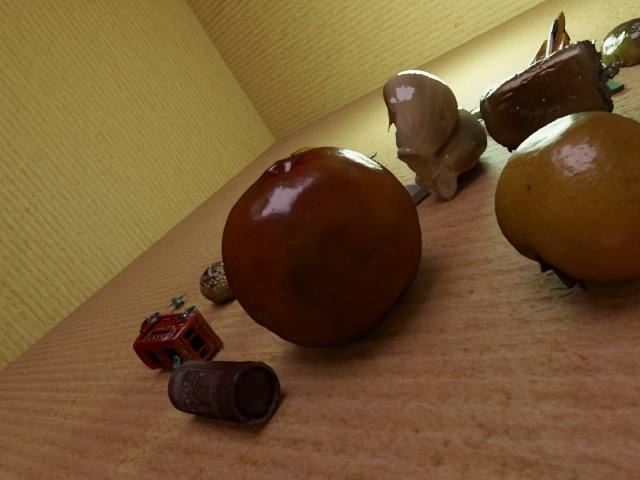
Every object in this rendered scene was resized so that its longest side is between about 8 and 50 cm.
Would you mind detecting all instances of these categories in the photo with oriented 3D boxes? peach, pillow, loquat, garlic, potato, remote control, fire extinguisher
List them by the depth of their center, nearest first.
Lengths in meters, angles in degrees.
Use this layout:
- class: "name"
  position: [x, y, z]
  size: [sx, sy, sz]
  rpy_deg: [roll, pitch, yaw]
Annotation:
- class: "loquat"
  position: [0.319, -0.046, 0.559]
  size: [0.208, 0.208, 0.208]
  rpy_deg: [-29, 19, 11]
- class: "peach"
  position: [0.000, 0.000, 0.793]
  size: [0.343, 0.301, 0.342]
  rpy_deg: [-31, 19, 12]
- class: "fire extinguisher"
  position: [-0.187, 0.248, 0.798]
  size: [0.269, 0.104, 0.105]
  rpy_deg: [-14, 27, 46]
- class: "garlic"
  position: [0.254, -0.254, 1.105]
  size: [0.313, 0.286, 0.249]
  rpy_deg: [-76, 11, -60]
- class: "remote control"
  position: [0.170, -0.072, 1.113]
  size: [0.190, 0.029, 0.087]
  rpy_deg: [-39, 20, -17]
- class: "potato"
  position: [0.758, -0.491, 1.122]
  size: [0.164, 0.081, 0.200]
  rpy_deg: [-28, 17, 18]
- class: "pillow"
  position: [0.448, -0.356, 1.308]
  size: [0.130, 0.033, 0.217]
  rpy_deg: [-51, 12, -21]

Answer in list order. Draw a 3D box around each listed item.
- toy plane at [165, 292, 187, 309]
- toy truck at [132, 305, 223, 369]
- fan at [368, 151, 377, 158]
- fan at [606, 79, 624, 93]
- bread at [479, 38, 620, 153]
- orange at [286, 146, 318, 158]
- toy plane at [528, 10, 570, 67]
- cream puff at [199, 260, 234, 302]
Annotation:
- class: "toy plane"
  position: [-0.453, 0.194, 1.461]
  size: [0.080, 0.033, 0.083]
  rpy_deg: [-42, 14, -22]
- class: "toy truck"
  position: [-0.344, 0.233, 1.074]
  size: [0.253, 0.107, 0.114]
  rpy_deg: [-15, 26, 42]
- class: "fan"
  position: [0.120, -0.251, 1.660]
  size: [0.227, 0.008, 0.152]
  rpy_deg: [-40, 19, -17]
- class: "fan"
  position: [0.657, -0.370, 1.085]
  size: [0.038, 0.016, 0.193]
  rpy_deg: [-22, 23, 22]
- class: "bread"
  position: [0.460, -0.272, 0.919]
  size: [0.246, 0.176, 0.195]
  rpy_deg: [-22, 10, 38]
- class: "orange"
  position: [-0.057, -0.232, 1.641]
  size: [0.240, 0.171, 0.240]
  rpy_deg: [-32, 18, 12]
- class: "toy plane"
  position: [0.625, -0.489, 1.245]
  size: [0.204, 0.103, 0.316]
  rpy_deg: [-6, 49, 51]
- class: "cream puff"
  position: [-0.273, 0.113, 1.271]
  size: [0.119, 0.104, 0.133]
  rpy_deg: [-27, 20, -2]
